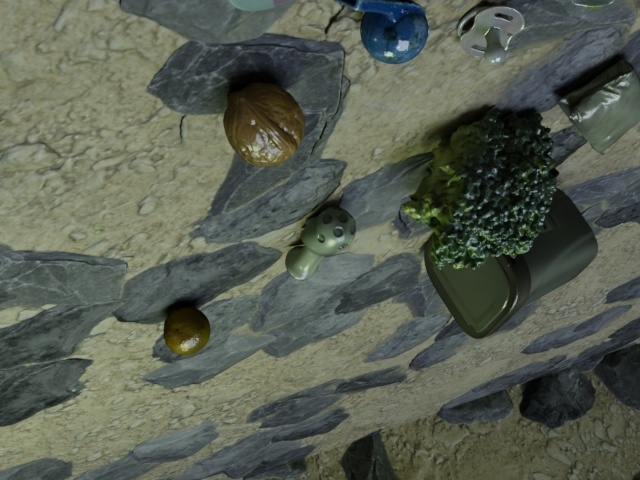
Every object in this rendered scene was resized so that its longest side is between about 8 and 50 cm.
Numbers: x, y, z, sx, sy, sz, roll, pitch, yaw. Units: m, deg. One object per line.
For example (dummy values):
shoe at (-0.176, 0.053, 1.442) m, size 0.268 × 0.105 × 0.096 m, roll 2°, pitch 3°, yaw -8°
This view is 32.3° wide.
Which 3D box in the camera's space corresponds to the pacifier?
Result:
pacifier at (0.223, -0.264, 1.457) m, size 0.081 × 0.078 × 0.099 m, roll 9°, pitch 147°, yaw -19°

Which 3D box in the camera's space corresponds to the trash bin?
trash bin at (0.372, 0.030, 2.117) m, size 0.250 × 0.220 × 0.219 m, roll -21°, pitch 161°, yaw -26°

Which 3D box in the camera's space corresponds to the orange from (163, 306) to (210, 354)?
orange at (-0.232, 0.159, 1.934) m, size 0.085 × 0.085 × 0.095 m, roll -28°, pitch 169°, yaw 9°

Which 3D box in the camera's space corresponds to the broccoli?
broccoli at (0.243, -0.089, 1.781) m, size 0.245 × 0.248 × 0.288 m, roll 5°, pitch -166°, yaw 43°

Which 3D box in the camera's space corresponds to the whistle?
whistle at (0.075, -0.253, 1.317) m, size 0.158 × 0.090 × 0.090 m, roll -5°, pitch 151°, yaw -40°

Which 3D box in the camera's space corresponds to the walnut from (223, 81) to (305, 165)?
walnut at (-0.073, -0.148, 1.390) m, size 0.105 × 0.105 × 0.124 m, roll -27°, pitch 143°, yaw 7°

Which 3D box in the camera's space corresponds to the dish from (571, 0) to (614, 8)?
dish at (0.357, -0.354, 1.423) m, size 0.091 × 0.039 × 0.137 m, roll -1°, pitch 155°, yaw 5°

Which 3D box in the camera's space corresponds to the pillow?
pillow at (0.467, -0.221, 1.806) m, size 0.134 × 0.078 × 0.181 m, roll -34°, pitch 153°, yaw 16°

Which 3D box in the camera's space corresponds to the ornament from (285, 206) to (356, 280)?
ornament at (0.000, 0.000, 1.837) m, size 0.075 × 0.081 × 0.156 m, roll -51°, pitch -178°, yaw -39°

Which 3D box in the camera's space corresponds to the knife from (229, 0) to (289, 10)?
knife at (0.010, -0.356, 1.077) m, size 0.132 × 0.038 × 0.399 m, roll -15°, pitch 156°, yaw -29°
